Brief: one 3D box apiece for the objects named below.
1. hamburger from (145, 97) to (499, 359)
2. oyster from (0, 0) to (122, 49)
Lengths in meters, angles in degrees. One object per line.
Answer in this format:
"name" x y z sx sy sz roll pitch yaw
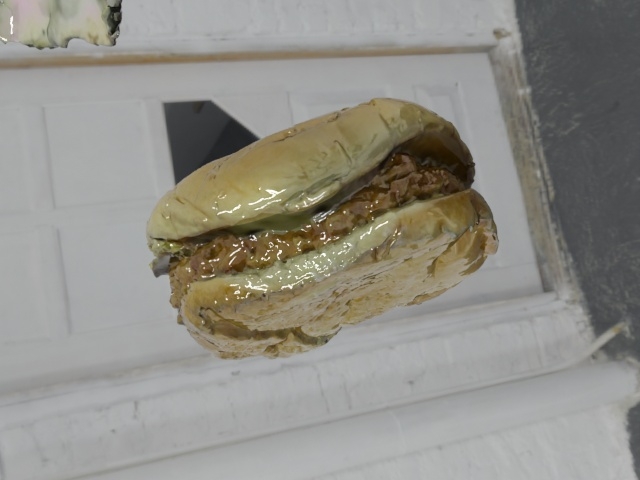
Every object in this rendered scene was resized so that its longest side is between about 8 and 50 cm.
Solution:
"hamburger" 0.001 -0.001 0.580 0.144 0.283 0.259 65 -177 19
"oyster" -0.112 -0.135 0.232 0.209 0.133 0.072 -23 39 59
